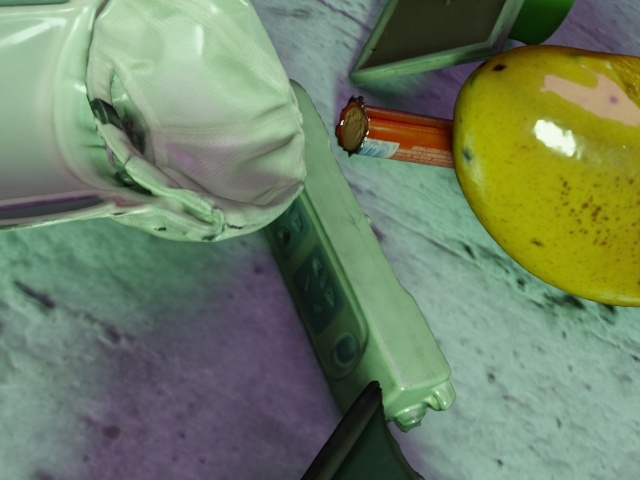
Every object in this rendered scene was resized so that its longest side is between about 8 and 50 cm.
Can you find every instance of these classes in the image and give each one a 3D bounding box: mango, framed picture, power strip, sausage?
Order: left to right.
[{"bbox_3d":[0.002,-0.001,0.661,0.048,0.080,0.286,-9,64,-34],"label":"power strip"},{"bbox_3d":[0.085,-0.086,0.793,0.145,0.048,0.050,5,81,-30],"label":"sausage"},{"bbox_3d":[0.119,-0.219,0.814,0.015,0.150,0.203,47,56,-34],"label":"framed picture"},{"bbox_3d":[0.219,-0.049,0.753,0.290,0.191,0.160,27,42,-21],"label":"mango"}]

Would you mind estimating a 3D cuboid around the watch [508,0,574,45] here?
[{"bbox_3d":[0.197,-0.263,0.933,0.131,0.165,0.152,12,75,-17],"label":"watch"}]

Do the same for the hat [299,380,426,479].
[{"bbox_3d":[-0.036,0.234,0.452,0.238,0.209,0.336,55,27,-16],"label":"hat"}]

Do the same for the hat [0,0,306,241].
[{"bbox_3d":[-0.140,-0.069,0.600,0.164,0.226,0.219,42,35,-63],"label":"hat"}]
